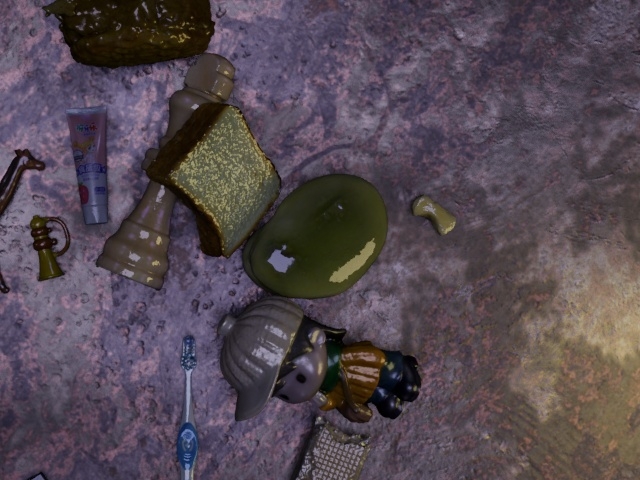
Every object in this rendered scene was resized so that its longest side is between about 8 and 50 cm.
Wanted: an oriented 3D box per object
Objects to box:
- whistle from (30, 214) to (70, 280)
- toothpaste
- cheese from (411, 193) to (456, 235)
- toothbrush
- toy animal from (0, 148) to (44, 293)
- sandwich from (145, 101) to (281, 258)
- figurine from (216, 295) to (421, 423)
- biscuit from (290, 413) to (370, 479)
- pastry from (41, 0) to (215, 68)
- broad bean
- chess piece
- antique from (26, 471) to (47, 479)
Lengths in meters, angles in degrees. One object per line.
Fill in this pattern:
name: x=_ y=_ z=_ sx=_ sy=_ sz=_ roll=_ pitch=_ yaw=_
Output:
whistle: x=-0.445 y=0.009 z=1.919 sx=0.057 sy=0.046 sz=0.109 roll=-9 pitch=88 yaw=7
toothpaste: x=-0.378 y=-0.124 z=1.925 sx=0.067 sy=0.043 sz=0.194 roll=-6 pitch=88 yaw=-5
cheese: x=0.193 y=-0.043 z=2.011 sx=0.083 sy=0.030 sz=0.044 roll=34 pitch=81 yaw=-14
toothbrush: x=-0.223 y=0.353 z=1.950 sx=0.040 sy=0.040 sz=0.386 roll=1 pitch=86 yaw=-8
toy animal: x=-0.543 y=-0.022 z=1.894 sx=0.224 sy=0.066 sz=0.229 roll=-13 pitch=96 yaw=-19
sandwich: x=-0.164 y=-0.100 z=1.872 sx=0.186 sy=0.065 sz=0.214 roll=-55 pitch=137 yaw=-20
figurine: x=-0.009 y=0.197 z=1.939 sx=0.332 sy=0.185 sz=0.204 roll=3 pitch=51 yaw=-28
biscuit: x=-0.002 y=0.425 z=1.988 sx=0.108 sy=0.062 sz=0.238 roll=22 pitch=89 yaw=-8
pastry: x=-0.287 y=-0.338 z=1.830 sx=0.240 sy=0.235 sz=0.132 roll=-13 pitch=99 yaw=4
broad bean: x=0.000 y=0.000 z=1.942 sx=0.263 sy=0.121 sz=0.189 roll=-35 pitch=96 yaw=-7
chess piece: x=-0.239 y=-0.120 z=1.910 sx=0.117 sy=0.117 sz=0.397 roll=23 pitch=87 yaw=-8
antique: x=-0.428 y=0.473 z=1.953 sx=0.031 sy=0.015 sz=0.192 roll=-34 pitch=97 yaw=-6
